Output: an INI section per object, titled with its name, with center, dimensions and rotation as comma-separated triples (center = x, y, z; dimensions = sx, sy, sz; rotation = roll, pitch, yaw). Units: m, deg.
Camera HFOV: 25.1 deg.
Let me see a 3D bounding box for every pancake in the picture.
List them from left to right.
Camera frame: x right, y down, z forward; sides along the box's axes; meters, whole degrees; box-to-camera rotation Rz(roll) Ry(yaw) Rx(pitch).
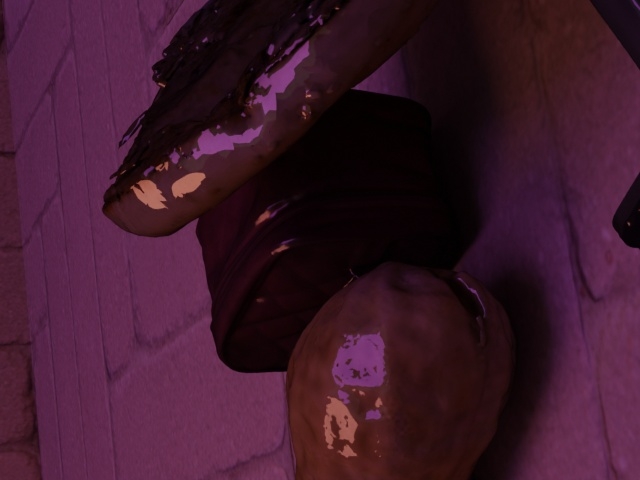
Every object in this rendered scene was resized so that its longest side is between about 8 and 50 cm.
[pancake]
center = 0.007, -0.162, 0.854
dimensions = 0.382, 0.071, 0.382
rotation = -45, 18, 19

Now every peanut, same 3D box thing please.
[peanut]
center = 0.040, 0.144, 0.941
dimensions = 0.149, 0.149, 0.313
rotation = -121, 30, -50

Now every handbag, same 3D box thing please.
[handbag]
center = 0.000, 0.000, 1.011
dimensions = 0.225, 0.146, 0.135
rotation = 124, 142, -52

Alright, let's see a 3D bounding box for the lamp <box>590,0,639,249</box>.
[lamp]
center = 0.146, -0.114, 0.684
dimensions = 0.203, 0.124, 0.283
rotation = 103, 158, -56
